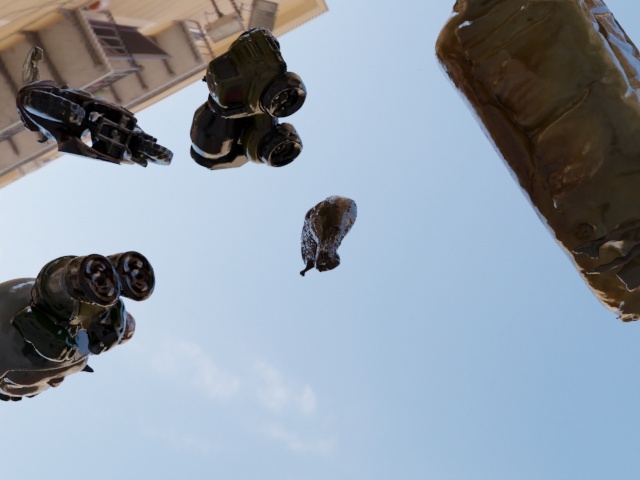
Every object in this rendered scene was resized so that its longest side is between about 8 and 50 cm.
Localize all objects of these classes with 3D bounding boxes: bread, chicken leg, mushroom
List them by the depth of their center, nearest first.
[{"bbox_3d":[0.263,-0.102,0.741,0.183,0.236,0.388,-36,-115,34],"label":"bread"},{"bbox_3d":[-0.519,-0.297,1.297,0.049,0.019,0.101,20,-85,43],"label":"mushroom"},{"bbox_3d":[0.006,-0.012,1.449,0.083,0.322,0.177,25,-99,-10],"label":"chicken leg"}]

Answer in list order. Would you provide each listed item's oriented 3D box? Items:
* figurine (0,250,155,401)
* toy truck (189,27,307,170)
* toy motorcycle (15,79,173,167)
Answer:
[{"bbox_3d":[-0.366,0.110,0.974,0.370,0.281,0.167,-29,-103,39],"label":"figurine"},{"bbox_3d":[-0.123,-0.206,1.114,0.165,0.224,0.147,-18,-119,-19],"label":"toy truck"},{"bbox_3d":[-0.284,-0.137,0.894,0.122,0.213,0.082,23,-91,35],"label":"toy motorcycle"}]
